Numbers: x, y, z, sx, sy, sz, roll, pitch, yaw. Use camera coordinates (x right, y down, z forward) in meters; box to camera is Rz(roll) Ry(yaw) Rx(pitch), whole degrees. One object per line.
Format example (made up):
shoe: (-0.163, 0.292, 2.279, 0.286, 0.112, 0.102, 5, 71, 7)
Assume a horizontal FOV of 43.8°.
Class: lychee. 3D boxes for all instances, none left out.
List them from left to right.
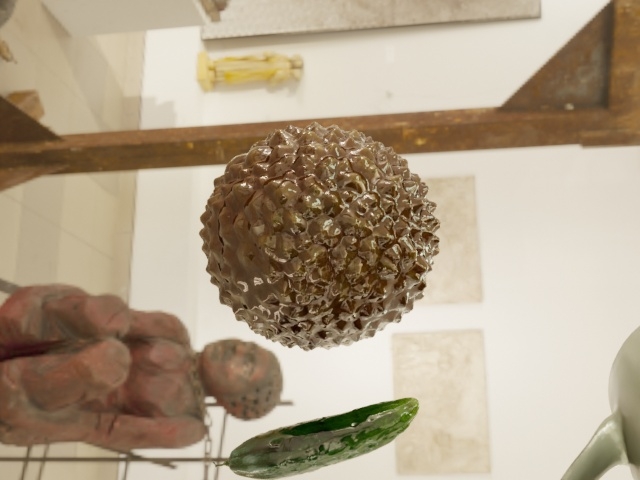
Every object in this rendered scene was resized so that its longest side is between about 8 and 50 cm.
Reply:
lychee: (0.000, 0.000, 0.660, 0.238, 0.200, 0.200, 68, 22, -64)

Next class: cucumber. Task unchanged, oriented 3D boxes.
cucumber: (-0.004, 0.153, 0.600, 0.039, 0.167, 0.039, -17, 90, -85)

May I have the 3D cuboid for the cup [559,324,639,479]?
cup: (0.255, 0.146, 0.508, 0.234, 0.258, 0.186, -107, -177, -75)
